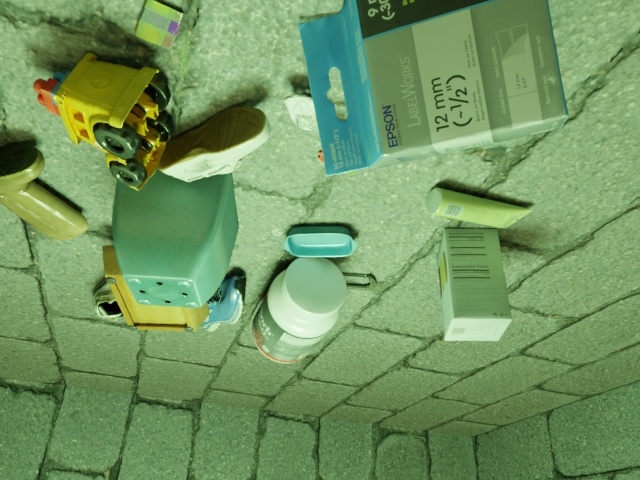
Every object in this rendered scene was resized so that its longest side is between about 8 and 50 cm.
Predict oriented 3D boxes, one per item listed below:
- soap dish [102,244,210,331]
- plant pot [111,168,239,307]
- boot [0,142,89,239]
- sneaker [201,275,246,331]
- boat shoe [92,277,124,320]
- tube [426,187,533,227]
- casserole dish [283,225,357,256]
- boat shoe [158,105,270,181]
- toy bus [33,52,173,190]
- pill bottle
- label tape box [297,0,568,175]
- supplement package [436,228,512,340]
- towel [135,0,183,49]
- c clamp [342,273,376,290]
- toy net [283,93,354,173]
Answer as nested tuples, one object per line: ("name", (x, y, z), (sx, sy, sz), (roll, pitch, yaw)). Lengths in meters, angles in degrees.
("soap dish", (-0.433, 0.130, 1.447), (0.228, 0.118, 0.291), (2, 138, 2))
("plant pot", (-0.326, 0.008, 1.216), (0.247, 0.252, 0.247), (3, 148, -2))
("boot", (-0.625, -0.100, 1.230), (0.236, 0.089, 0.269), (0, 150, 26))
("sneaker", (-0.331, 0.189, 1.634), (0.147, 0.130, 0.330), (19, 145, -30))
("boat shoe", (-0.651, 0.192, 1.687), (0.113, 0.103, 0.302), (16, 147, -20))
("tube", (0.354, -0.068, 1.230), (0.240, 0.062, 0.070), (10, -168, -20))
("casserole dish", (0.000, 0.000, 1.383), (0.188, 0.037, 0.114), (0, 149, 6))
("boat shoe", (-0.191, -0.177, 1.057), (0.277, 0.098, 0.096), (-11, 149, 35))
("toy bus", (-0.389, -0.216, 0.972), (0.211, 0.149, 0.220), (18, 151, 0))
("pill bottle", (-0.063, 0.199, 1.551), (0.210, 0.210, 0.363), (11, 147, -13))
("label tape box", (0.134, -0.244, 0.754), (0.347, 0.249, 0.115), (-10, -179, 18))
("supplement package", (0.367, 0.107, 1.329), (0.133, 0.244, 0.139), (0, 148, 3))
("towel", (-0.256, -0.342, 0.863), (0.060, 0.009, 0.083), (18, 145, -22))
("c clamp", (0.087, 0.114, 1.578), (0.160, 0.022, 0.137), (7, 148, -6))
("toy net", (0.015, -0.211, 1.031), (0.232, 0.045, 0.122), (30, 142, -34))
